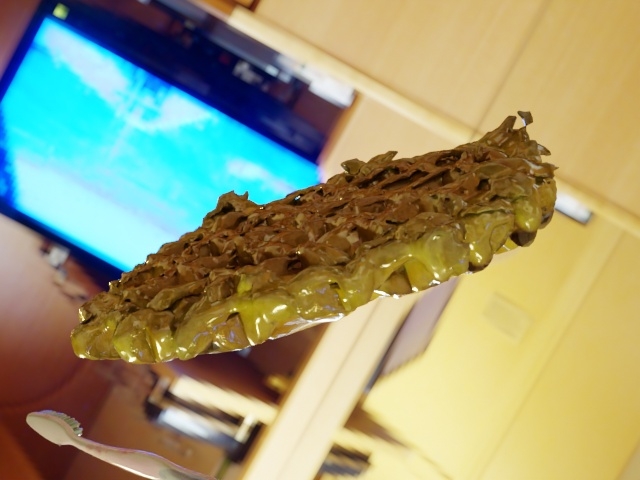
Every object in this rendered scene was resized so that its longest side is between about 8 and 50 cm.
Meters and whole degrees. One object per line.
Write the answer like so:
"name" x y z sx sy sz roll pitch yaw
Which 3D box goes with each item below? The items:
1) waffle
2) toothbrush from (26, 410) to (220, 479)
"waffle" 0.001 0.002 0.787 0.245 0.254 0.052 -49 -57 -67
"toothbrush" -0.119 0.184 1.185 0.269 0.021 0.027 20 -153 22
